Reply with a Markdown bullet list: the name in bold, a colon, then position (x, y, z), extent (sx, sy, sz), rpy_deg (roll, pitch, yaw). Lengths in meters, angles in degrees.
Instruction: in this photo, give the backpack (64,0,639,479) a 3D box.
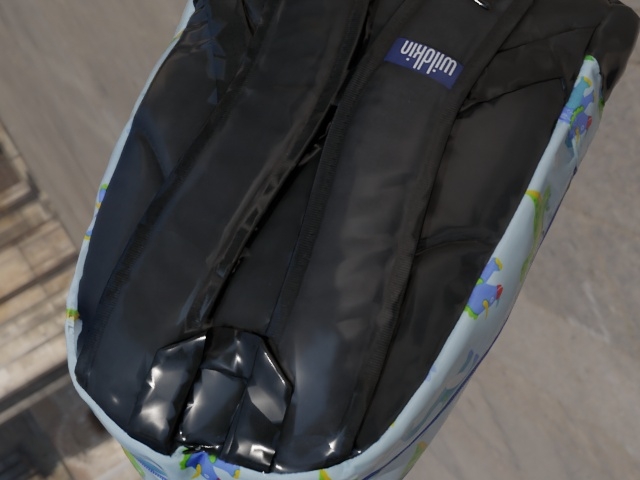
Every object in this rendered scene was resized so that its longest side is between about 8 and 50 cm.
- **backpack**: position (0.000, 0.000, 0.717), extent (0.290, 0.355, 0.273), rpy_deg (18, 145, 8)
